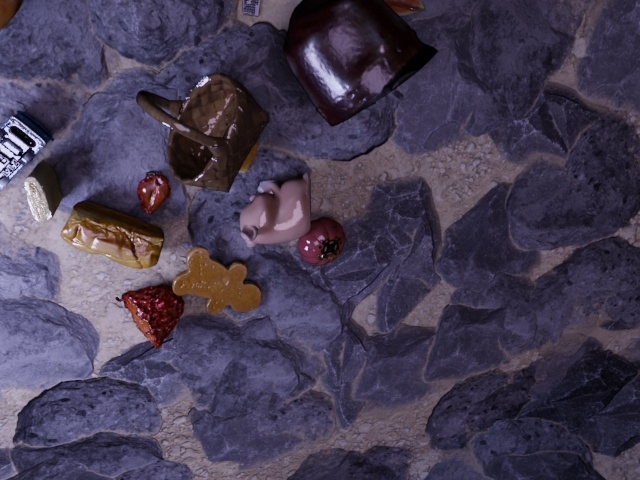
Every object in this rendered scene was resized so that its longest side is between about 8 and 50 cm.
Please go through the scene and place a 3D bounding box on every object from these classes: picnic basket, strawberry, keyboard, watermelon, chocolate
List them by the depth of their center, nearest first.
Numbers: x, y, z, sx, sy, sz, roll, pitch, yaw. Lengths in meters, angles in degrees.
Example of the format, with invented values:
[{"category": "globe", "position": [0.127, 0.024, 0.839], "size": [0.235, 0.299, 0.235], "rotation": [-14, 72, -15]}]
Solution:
[{"category": "picnic basket", "position": [-0.357, -0.323, 1.364], "size": [0.337, 0.293, 0.337], "rotation": [-27, 139, -26]}, {"category": "chocolate", "position": [0.078, -0.555, 1.389], "size": [0.384, 0.383, 0.331], "rotation": [-35, 104, 3]}, {"category": "keyboard", "position": [-0.196, -0.730, 1.401], "size": [0.053, 0.010, 0.155], "rotation": [0, 114, -16]}, {"category": "watermelon", "position": [0.228, -0.717, 1.485], "size": [0.163, 0.087, 0.069], "rotation": [6, 144, -15]}, {"category": "strawberry", "position": [-0.536, -0.151, 1.563], "size": [0.104, 0.048, 0.152], "rotation": [13, 107, -16]}, {"category": "strawberry", "position": [-0.566, 0.239, 1.688], "size": [0.178, 0.234, 0.234], "rotation": [-34, 122, -31]}]

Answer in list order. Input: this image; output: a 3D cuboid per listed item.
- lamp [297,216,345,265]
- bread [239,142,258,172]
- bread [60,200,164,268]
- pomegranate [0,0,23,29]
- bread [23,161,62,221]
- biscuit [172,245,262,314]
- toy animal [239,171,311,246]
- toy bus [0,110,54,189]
[{"category": "lamp", "position": [0.000, 0.000, 1.725], "size": [0.182, 0.140, 0.182], "rotation": [-18, 128, -24]}, {"category": "bread", "position": [-0.260, -0.283, 1.551], "size": [0.106, 0.082, 0.125], "rotation": [28, 102, -17]}, {"category": "bread", "position": [-0.643, -0.015, 1.530], "size": [0.294, 0.167, 0.132], "rotation": [19, 108, -22]}, {"category": "pomegranate", "position": [-0.887, -0.651, 1.071], "size": [0.411, 0.411, 0.411], "rotation": [-6, 115, -12]}, {"category": "bread", "position": [-0.806, -0.143, 1.423], "size": [0.060, 0.178, 0.139], "rotation": [-9, 116, -15]}, {"category": "biscuit", "position": [-0.355, 0.158, 1.734], "size": [0.340, 0.047, 0.216], "rotation": [27, 100, -35]}, {"category": "toy animal", "position": [-0.144, -0.098, 1.607], "size": [0.256, 0.195, 0.213], "rotation": [-11, 83, -3]}, {"category": "toy bus", "position": [-0.879, -0.253, 1.379], "size": [0.234, 0.133, 0.116], "rotation": [-39, 118, 11]}]
